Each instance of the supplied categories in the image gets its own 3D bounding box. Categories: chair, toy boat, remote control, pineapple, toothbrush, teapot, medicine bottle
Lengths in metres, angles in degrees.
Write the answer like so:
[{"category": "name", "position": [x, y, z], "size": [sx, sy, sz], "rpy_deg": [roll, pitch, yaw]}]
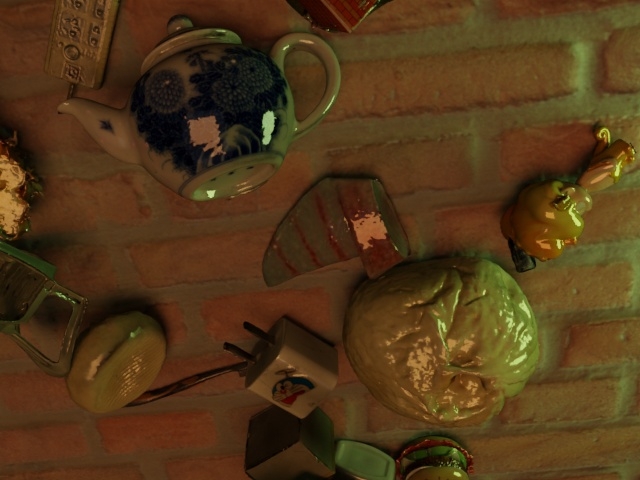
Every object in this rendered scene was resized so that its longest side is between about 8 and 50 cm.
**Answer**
[{"category": "chair", "position": [-0.537, 0.109, 1.190], "size": [0.275, 0.204, 0.190], "rpy_deg": [35, 73, -49]}, {"category": "toy boat", "position": [0.000, 0.000, 1.243], "size": [0.282, 0.096, 0.206], "rpy_deg": [-21, 111, 26]}, {"category": "remote control", "position": [0.370, 0.019, 1.275], "size": [0.039, 0.014, 0.096], "rpy_deg": [-19, 117, 11]}, {"category": "pineapple", "position": [-0.568, -0.104, 1.143], "size": [0.186, 0.114, 0.236], "rpy_deg": [-25, 112, -16]}, {"category": "toothbrush", "position": [-0.273, 0.298, 1.433], "size": [0.321, 0.023, 0.031], "rpy_deg": [-16, 115, 9]}, {"category": "teapot", "position": [-0.171, -0.212, 1.040], "size": [0.424, 0.252, 0.279], "rpy_deg": [-18, 81, -11]}, {"category": "medicine bottle", "position": [0.061, 0.591, 1.545], "size": [0.161, 0.111, 0.296], "rpy_deg": [17, 117, 7]}]

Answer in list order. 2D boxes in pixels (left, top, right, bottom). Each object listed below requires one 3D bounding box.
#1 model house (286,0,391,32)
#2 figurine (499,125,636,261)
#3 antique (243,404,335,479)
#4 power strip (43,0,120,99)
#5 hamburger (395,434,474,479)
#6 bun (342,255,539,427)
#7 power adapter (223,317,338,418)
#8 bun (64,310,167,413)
[{"category": "model house", "position": [-0.028, -0.377, 0.925], "size": [0.207, 0.153, 0.294], "rpy_deg": [-21, 130, 39]}, {"category": "figurine", "position": [0.420, -0.072, 1.172], "size": [0.246, 0.131, 0.156], "rpy_deg": [-42, 152, 5]}, {"category": "antique", "position": [-0.056, 0.430, 1.433], "size": [0.147, 0.152, 0.148], "rpy_deg": [-32, 116, 18]}, {"category": "power strip", "position": [-0.366, -0.333, 1.071], "size": [0.092, 0.034, 0.267], "rpy_deg": [18, 118, -10]}, {"category": "hamburger", "position": [0.245, 0.515, 1.486], "size": [0.175, 0.137, 0.175], "rpy_deg": [2, 118, 3]}, {"category": "bun", "position": [0.215, 0.199, 1.257], "size": [0.352, 0.227, 0.349], "rpy_deg": [37, 115, -16]}, {"category": "power adapter", "position": [-0.084, 0.229, 1.333], "size": [0.205, 0.125, 0.130], "rpy_deg": [32, 115, -17]}, {"category": "bun", "position": [-0.399, 0.219, 1.322], "size": [0.128, 0.222, 0.222], "rpy_deg": [34, 122, 28]}]
